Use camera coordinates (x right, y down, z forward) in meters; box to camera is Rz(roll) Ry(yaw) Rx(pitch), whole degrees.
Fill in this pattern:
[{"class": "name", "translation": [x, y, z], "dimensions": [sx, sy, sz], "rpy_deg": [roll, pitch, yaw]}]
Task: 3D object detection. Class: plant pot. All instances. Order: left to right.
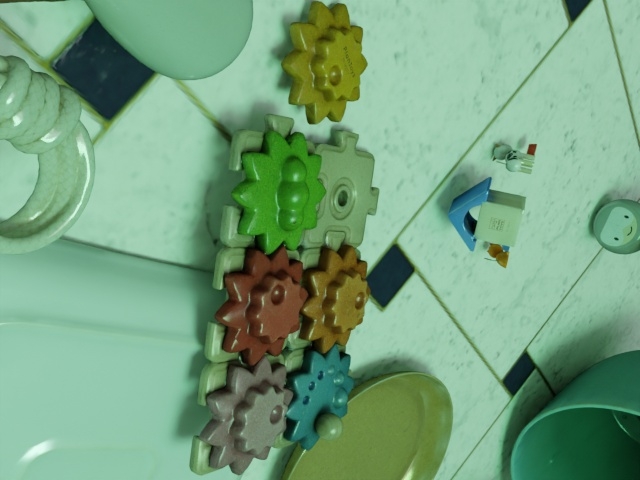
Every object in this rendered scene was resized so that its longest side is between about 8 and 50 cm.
[{"class": "plant pot", "translation": [0.044, 0.232, 0.713], "dimensions": [0.236, 0.032, 0.236], "rpy_deg": [-19, 123, -32]}, {"class": "plant pot", "translation": [0.436, 0.279, 0.912], "dimensions": [0.235, 0.293, 0.292], "rpy_deg": [-33, 132, -45]}]

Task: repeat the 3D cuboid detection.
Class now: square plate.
[{"class": "square plate", "translation": [-0.174, 0.172, 0.479], "dimensions": [0.347, 0.049, 0.343], "rpy_deg": [17, 100, -45]}]

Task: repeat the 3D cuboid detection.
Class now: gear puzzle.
[{"class": "gear puzzle", "translation": [0.000, 0.000, 0.507], "dimensions": [0.176, 0.044, 0.338], "rpy_deg": [1, 99, -52]}]

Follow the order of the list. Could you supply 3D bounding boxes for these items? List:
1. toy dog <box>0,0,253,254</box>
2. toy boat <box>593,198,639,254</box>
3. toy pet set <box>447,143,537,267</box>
[{"class": "toy dog", "translation": [-0.174, -0.165, 0.263], "dimensions": [0.220, 0.161, 0.333], "rpy_deg": [-48, 149, -15]}, {"class": "toy boat", "translation": [0.472, -0.091, 0.853], "dimensions": [0.318, 0.148, 0.267], "rpy_deg": [-48, 140, -21]}, {"class": "toy pet set", "translation": [0.162, -0.030, 0.673], "dimensions": [0.114, 0.065, 0.122], "rpy_deg": [-53, 153, -60]}]
